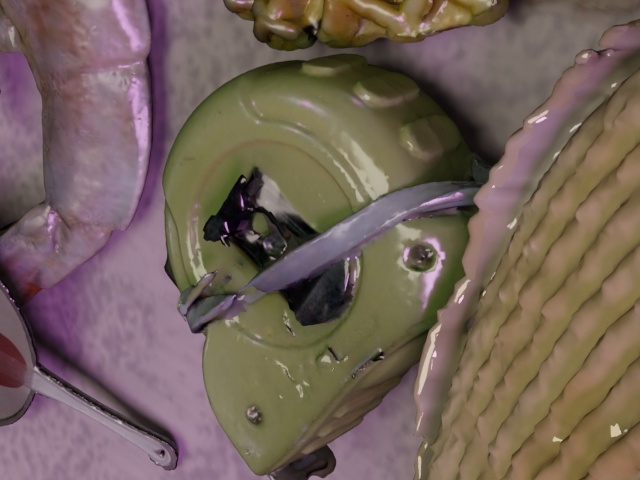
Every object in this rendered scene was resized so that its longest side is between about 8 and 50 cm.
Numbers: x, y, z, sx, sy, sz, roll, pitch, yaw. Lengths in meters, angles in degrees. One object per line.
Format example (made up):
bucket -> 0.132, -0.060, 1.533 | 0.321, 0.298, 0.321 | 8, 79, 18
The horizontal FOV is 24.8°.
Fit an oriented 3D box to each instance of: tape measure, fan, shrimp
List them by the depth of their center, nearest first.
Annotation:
tape measure -> 0.000, 0.000, 0.617 | 0.177, 0.087, 0.154 | -45, 74, 35
shrimp -> -0.208, -0.064, 0.775 | 0.247, 0.085, 0.360 | 48, 123, 9
fan -> -0.172, 0.061, 0.777 | 0.226, 0.008, 0.152 | 27, 136, 11

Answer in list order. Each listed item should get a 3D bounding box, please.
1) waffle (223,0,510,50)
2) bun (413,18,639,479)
waffle -> 0.016, -0.163, 0.590 | 0.183, 0.036, 0.169 | -5, 97, 37
bun -> 0.164, 0.108, 0.423 | 0.364, 0.202, 0.364 | -169, 90, -71
